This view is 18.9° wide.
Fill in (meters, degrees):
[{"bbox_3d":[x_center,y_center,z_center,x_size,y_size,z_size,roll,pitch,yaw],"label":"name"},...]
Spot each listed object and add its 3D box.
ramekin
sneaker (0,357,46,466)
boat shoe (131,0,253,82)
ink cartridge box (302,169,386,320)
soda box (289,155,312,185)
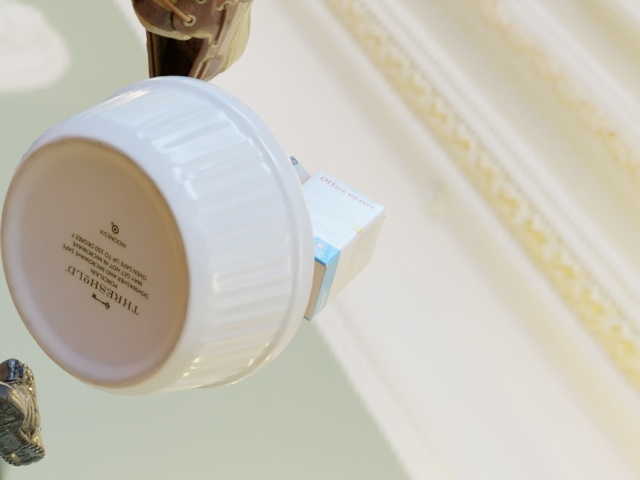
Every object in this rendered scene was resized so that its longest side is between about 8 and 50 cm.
[{"bbox_3d":[-0.147,0.004,1.597,0.273,0.127,0.273,10,-73,35],"label":"ramekin"},{"bbox_3d":[-0.279,0.141,1.708,0.170,0.051,0.089,74,1,-60],"label":"sneaker"},{"bbox_3d":[-0.141,-0.262,2.047,0.123,0.123,0.342,36,-27,10],"label":"boat shoe"},{"bbox_3d":[0.000,0.000,2.099,0.092,0.143,0.090,32,-46,17],"label":"ink cartridge box"},{"bbox_3d":[-0.075,-0.050,2.446,0.063,0.183,0.058,49,-60,8],"label":"soda box"}]
